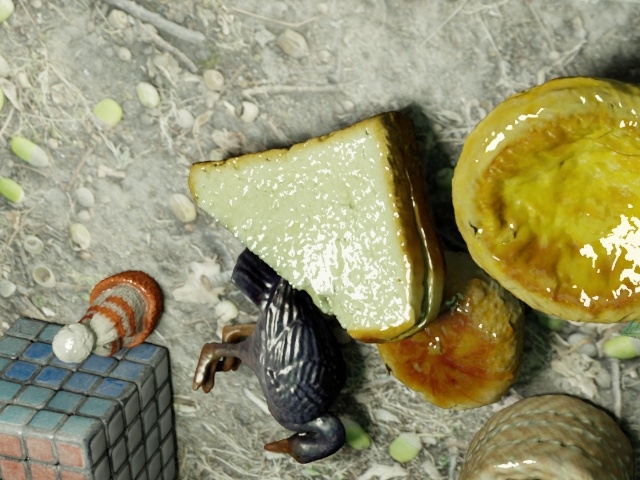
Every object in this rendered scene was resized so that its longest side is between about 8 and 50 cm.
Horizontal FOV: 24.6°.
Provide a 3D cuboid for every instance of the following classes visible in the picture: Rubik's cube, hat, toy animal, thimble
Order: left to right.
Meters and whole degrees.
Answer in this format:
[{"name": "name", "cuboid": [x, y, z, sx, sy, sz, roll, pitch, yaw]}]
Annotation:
[{"name": "Rubik's cube", "cuboid": [-0.347, 0.273, 1.970, 0.237, 0.237, 0.238, 9, 122, 16]}, {"name": "hat", "cuboid": [-0.279, 0.112, 1.884, 0.094, 0.162, 0.112, 26, 123, 10]}, {"name": "toy animal", "cuboid": [-0.055, 0.148, 1.838, 0.185, 0.122, 0.298, 15, 119, 26]}, {"name": "thimble", "cuboid": [0.265, 0.305, 1.784, 0.229, 0.148, 0.196, -21, 110, 30]}]

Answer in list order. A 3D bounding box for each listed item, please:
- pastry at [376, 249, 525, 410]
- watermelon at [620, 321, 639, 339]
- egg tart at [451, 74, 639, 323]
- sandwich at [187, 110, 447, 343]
[{"name": "pastry", "cuboid": [0.151, 0.108, 1.740, 0.182, 0.093, 0.192, 9, 123, 21]}, {"name": "watermelon", "cuboid": [0.426, 0.102, 1.638, 0.180, 0.081, 0.094, 16, 143, 32]}, {"name": "egg tart", "cuboid": [0.300, -0.054, 1.554, 0.319, 0.128, 0.319, 11, 127, 16]}, {"name": "sandwich", "cuboid": [-0.002, 0.000, 1.681, 0.288, 0.099, 0.254, -10, 91, 29]}]
